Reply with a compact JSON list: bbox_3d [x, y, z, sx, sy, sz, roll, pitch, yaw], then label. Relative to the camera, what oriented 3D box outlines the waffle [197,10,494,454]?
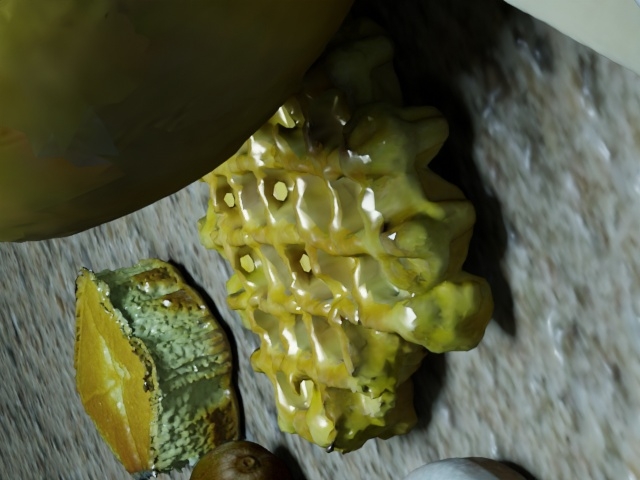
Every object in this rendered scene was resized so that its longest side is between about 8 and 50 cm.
[{"bbox_3d":[0.001,0.000,0.862,0.249,0.056,0.253,50,148,46],"label":"waffle"}]

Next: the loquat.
[{"bbox_3d":[-0.129,-0.170,0.718,0.328,0.359,0.328,15,137,15],"label":"loquat"}]

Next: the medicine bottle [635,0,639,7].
[{"bbox_3d":[0.139,-0.058,0.355,0.144,0.144,0.252,105,144,-54],"label":"medicine bottle"}]

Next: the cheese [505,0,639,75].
[{"bbox_3d":[0.099,-0.208,0.451,0.085,0.034,0.400,40,142,29],"label":"cheese"}]

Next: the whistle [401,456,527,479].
[{"bbox_3d":[0.090,0.157,0.773,0.220,0.057,0.107,24,115,57],"label":"whistle"}]

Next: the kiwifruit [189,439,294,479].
[{"bbox_3d":[-0.047,0.171,1.098,0.075,0.075,0.124,56,157,36],"label":"kiwifruit"}]

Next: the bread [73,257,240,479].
[{"bbox_3d":[-0.104,0.086,1.169,0.128,0.069,0.140,48,145,45],"label":"bread"}]
